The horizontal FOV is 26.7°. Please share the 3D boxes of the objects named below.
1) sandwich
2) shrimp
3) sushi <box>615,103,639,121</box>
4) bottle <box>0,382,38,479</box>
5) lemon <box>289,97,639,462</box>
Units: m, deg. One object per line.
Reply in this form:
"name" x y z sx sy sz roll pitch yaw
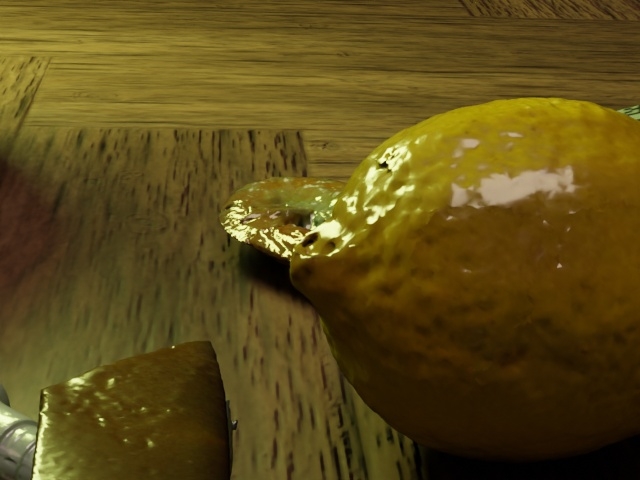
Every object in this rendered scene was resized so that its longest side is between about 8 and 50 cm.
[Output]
"sandwich" -0.076 0.123 0.534 0.096 0.094 0.258 4 20 -7
"shrimp" -0.001 0.002 0.905 0.115 0.051 0.217 -11 25 -15
"sushi" 0.377 -0.047 1.011 0.296 0.099 0.373 -14 15 13
"bottle" -0.193 0.085 0.666 0.217 0.060 0.060 19 27 33
"lemon" 0.108 0.020 0.685 0.257 0.188 0.188 0 22 -15
